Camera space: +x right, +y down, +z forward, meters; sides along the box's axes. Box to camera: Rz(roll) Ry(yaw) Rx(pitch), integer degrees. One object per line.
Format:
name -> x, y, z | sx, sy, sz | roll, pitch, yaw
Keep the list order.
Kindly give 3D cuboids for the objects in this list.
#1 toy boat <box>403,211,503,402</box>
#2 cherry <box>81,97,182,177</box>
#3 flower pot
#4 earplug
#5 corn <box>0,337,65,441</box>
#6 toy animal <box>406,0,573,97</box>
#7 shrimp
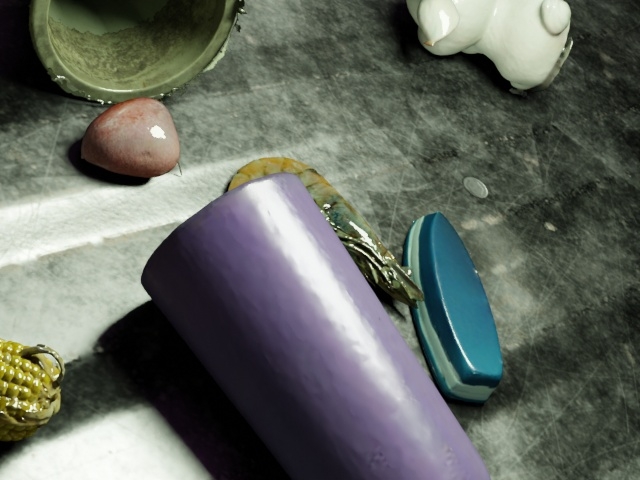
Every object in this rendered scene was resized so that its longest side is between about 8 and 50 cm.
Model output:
toy boat -> 0.171, 0.075, 1.539 | 0.096, 0.062, 0.299 | 10, 46, -27
cherry -> -0.226, -0.125, 1.433 | 0.106, 0.087, 0.126 | 46, 38, 18
flower pot -> -0.268, -0.353, 1.515 | 0.290, 0.290, 0.259 | 2, 37, -34
earplug -> 0.012, 0.162, 1.247 | 0.215, 0.215, 0.456 | -21, 69, -45
corn -> -0.385, 0.120, 1.077 | 0.293, 0.106, 0.106 | 15, 44, -22
toy animal -> 0.267, -0.379, 1.941 | 0.310, 0.183, 0.247 | 23, 8, -19
shrimp -> 0.000, 0.000, 1.504 | 0.296, 0.058, 0.169 | 44, 48, 15
